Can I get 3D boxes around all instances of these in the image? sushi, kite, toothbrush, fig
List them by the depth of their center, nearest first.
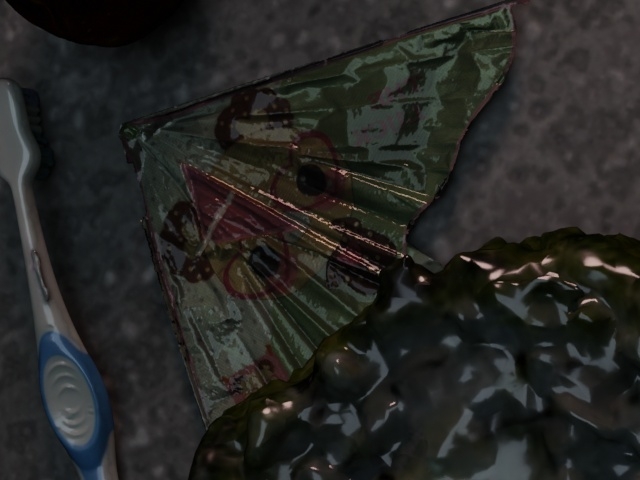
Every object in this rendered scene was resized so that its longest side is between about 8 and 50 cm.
[{"bbox_3d":[0.105,0.176,0.708,0.294,0.178,0.352,-24,82,15],"label":"sushi"},{"bbox_3d":[-0.110,-0.179,0.840,0.109,0.103,0.155,21,102,-5],"label":"fig"},{"bbox_3d":[0.000,0.000,0.843,0.267,0.013,0.323,27,96,18],"label":"kite"},{"bbox_3d":[-0.133,0.097,0.864,0.040,0.040,0.386,-15,83,16],"label":"toothbrush"}]
